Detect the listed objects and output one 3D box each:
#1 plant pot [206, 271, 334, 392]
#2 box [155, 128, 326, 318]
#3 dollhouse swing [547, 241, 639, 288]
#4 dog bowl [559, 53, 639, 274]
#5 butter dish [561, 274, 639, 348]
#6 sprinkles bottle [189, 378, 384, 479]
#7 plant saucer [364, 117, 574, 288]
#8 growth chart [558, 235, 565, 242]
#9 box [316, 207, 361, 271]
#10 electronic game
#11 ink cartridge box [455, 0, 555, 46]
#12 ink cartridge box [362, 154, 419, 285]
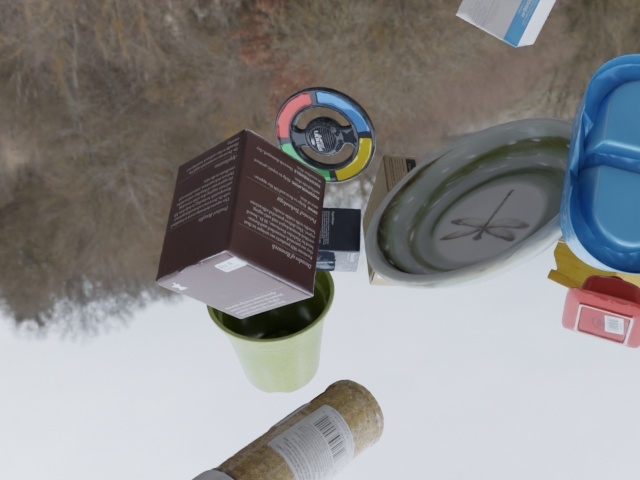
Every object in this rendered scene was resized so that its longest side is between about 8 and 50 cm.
[{"bbox_3d":[-0.100,0.198,1.720,0.275,0.254,0.276,-2,-136,2],"label":"plant pot"},{"bbox_3d":[-0.113,-0.019,1.131,0.168,0.203,0.167,-20,143,41],"label":"box"},{"bbox_3d":[0.815,0.021,1.874,0.304,0.347,0.315,21,-174,-21],"label":"dollhouse swing"},{"bbox_3d":[0.404,-0.095,1.016,0.165,0.297,0.074,13,168,-2],"label":"dog bowl"},{"bbox_3d":[0.577,0.122,1.536,0.159,0.160,0.118,16,-123,23],"label":"butter dish"},{"bbox_3d":[-0.047,0.325,1.116,0.121,0.121,0.355,-6,-169,39],"label":"sprinkles bottle"},{"bbox_3d":[0.266,-0.042,1.243,0.400,0.101,0.400,-27,-151,16],"label":"plant saucer"},{"bbox_3d":[0.546,-0.022,1.776,0.237,0.021,0.172,30,-156,22],"label":"growth chart"},{"bbox_3d":[0.000,0.000,1.547,0.158,0.093,0.156,1,163,1],"label":"box"},{"bbox_3d":[0.009,-0.226,1.671,0.229,0.229,0.048,-7,-148,26],"label":"electronic game"},{"bbox_3d":[0.309,-0.404,1.311,0.143,0.090,0.092,35,-147,19],"label":"ink cartridge box"},{"bbox_3d":[0.163,-0.041,1.716,0.088,0.193,0.235,3,141,-10],"label":"ink cartridge box"}]
